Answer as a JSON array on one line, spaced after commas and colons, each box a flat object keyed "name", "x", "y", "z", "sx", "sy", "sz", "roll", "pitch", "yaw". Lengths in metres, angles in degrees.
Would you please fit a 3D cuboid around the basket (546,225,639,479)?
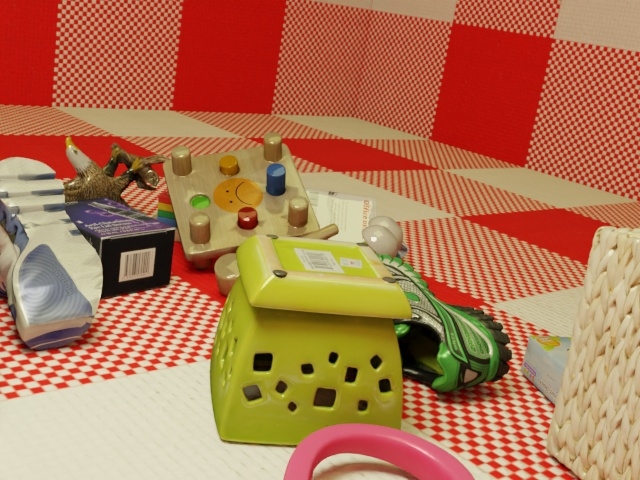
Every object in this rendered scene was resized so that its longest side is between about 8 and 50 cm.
[{"name": "basket", "x": 0.483, "y": 0.156, "z": 0.964, "sx": 0.328, "sy": 0.331, "sz": 0.266, "roll": 1, "pitch": 15, "yaw": -26}]

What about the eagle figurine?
[{"name": "eagle figurine", "x": -0.478, "y": -0.095, "z": 1.660, "sx": 0.298, "sy": 0.225, "sz": 0.226, "roll": -43, "pitch": 2, "yaw": -33}]

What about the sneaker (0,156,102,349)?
[{"name": "sneaker", "x": -0.421, "y": 0.046, "z": 1.236, "sx": 0.128, "sy": 0.182, "sz": 0.315, "roll": -4, "pitch": 49, "yaw": -32}]

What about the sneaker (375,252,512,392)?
[{"name": "sneaker", "x": 0.113, "y": 0.116, "z": 1.255, "sx": 0.146, "sy": 0.134, "sz": 0.344, "roll": -8, "pitch": 23, "yaw": -43}]

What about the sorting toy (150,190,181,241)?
[{"name": "sorting toy", "x": -0.210, "y": -0.060, "z": 1.771, "sx": 0.257, "sy": 0.089, "sz": 0.255, "roll": 11, "pitch": 16, "yaw": 10}]

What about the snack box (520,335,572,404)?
[{"name": "snack box", "x": 0.430, "y": 0.207, "z": 1.225, "sx": 0.207, "sy": 0.070, "sz": 0.174, "roll": 6, "pitch": 16, "yaw": -15}]

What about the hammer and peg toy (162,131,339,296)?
[{"name": "hammer and peg toy", "x": -0.132, "y": -0.040, "z": 1.545, "sx": 0.266, "sy": 0.127, "sz": 0.361, "roll": -11, "pitch": 50, "yaw": -14}]

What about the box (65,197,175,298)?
[{"name": "box", "x": -0.372, "y": 0.008, "z": 1.414, "sx": 0.207, "sy": 0.108, "sz": 0.153, "roll": 21, "pitch": 21, "yaw": 36}]

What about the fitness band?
[{"name": "fitness band", "x": 0.062, "y": 0.273, "z": 0.827, "sx": 0.209, "sy": 0.054, "sz": 0.291, "roll": 10, "pitch": 17, "yaw": 3}]

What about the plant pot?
[{"name": "plant pot", "x": -0.014, "y": 0.115, "z": 1.056, "sx": 0.227, "sy": 0.207, "sz": 0.228, "roll": 6, "pitch": 17, "yaw": -12}]

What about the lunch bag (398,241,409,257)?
[{"name": "lunch bag", "x": 0.142, "y": 0.018, "z": 1.761, "sx": 0.083, "sy": 0.053, "sz": 0.071, "roll": -2, "pitch": 15, "yaw": -5}]

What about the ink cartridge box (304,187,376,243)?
[{"name": "ink cartridge box", "x": 0.011, "y": -0.027, "z": 1.692, "sx": 0.191, "sy": 0.082, "sz": 0.139, "roll": 9, "pitch": 49, "yaw": -5}]

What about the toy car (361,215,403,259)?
[{"name": "toy car", "x": 0.096, "y": 0.053, "z": 1.493, "sx": 0.136, "sy": 0.159, "sz": 0.182, "roll": 45, "pitch": 18, "yaw": -1}]
